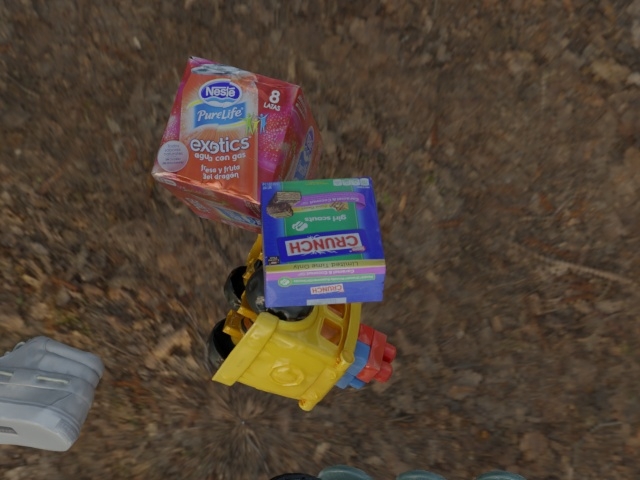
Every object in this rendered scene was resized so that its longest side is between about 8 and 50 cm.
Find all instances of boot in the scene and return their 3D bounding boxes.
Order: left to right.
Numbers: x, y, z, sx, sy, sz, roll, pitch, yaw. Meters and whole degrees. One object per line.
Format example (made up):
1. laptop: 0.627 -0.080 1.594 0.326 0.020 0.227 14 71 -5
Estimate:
1. boot: -0.384 0.178 1.474 0.258 0.095 0.123 6 52 24

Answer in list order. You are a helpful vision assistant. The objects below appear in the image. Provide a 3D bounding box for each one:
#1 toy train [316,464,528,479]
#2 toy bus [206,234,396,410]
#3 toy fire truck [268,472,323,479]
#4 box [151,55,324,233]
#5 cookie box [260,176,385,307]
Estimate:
1. toy train: 0.113 0.348 1.288 0.334 0.190 0.142 -1 37 20
2. toy bus: -0.008 0.090 1.446 0.211 0.149 0.220 24 43 -12
3. toy fire truck: -0.041 0.268 0.714 0.217 0.158 0.246 -10 39 -24
4. box: -0.079 -0.088 1.271 0.123 0.257 0.128 15 83 7
5. cookie box: 0.000 0.000 0.929 0.092 0.040 0.107 -3 42 -3
